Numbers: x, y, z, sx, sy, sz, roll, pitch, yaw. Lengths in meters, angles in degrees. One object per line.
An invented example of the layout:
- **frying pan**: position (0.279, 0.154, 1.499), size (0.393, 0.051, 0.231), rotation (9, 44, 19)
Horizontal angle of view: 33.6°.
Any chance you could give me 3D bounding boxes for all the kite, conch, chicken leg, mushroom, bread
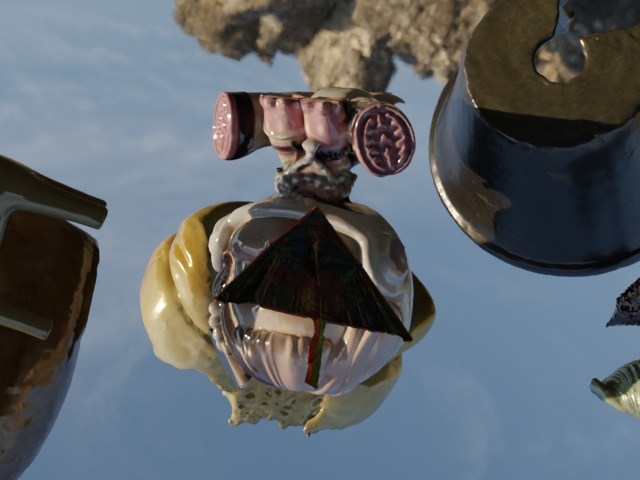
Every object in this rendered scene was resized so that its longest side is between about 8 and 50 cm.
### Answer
- **kite**: position (-0.002, 0.043, 0.851), size (0.190, 0.010, 0.159), rotation (13, -117, -31)
- **conch**: position (0.409, 0.189, 1.257), size (0.153, 0.102, 0.135), rotation (39, 174, 25)
- **chicken leg**: position (0.428, 0.044, 1.211), size (0.105, 0.234, 0.063), rotation (39, -153, -56)
- **mushroom**: position (-0.413, 0.156, 1.236), size (0.314, 0.397, 0.224), rotation (61, -169, 20)
- **bread**: position (-0.054, 0.109, 1.597), size (0.424, 0.245, 0.329), rotation (22, -124, -17)

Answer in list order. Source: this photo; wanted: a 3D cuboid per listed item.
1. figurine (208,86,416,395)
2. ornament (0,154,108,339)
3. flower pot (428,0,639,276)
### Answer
- **figurine**: position (0.007, 0.001, 1.211), size (0.253, 0.361, 0.211), rotation (11, -172, 43)
- **ornament**: position (-0.377, 0.015, 1.095), size (0.244, 0.230, 0.061), rotation (23, -169, -18)
- **flower pot**: position (0.296, -0.156, 1.298), size (0.379, 0.379, 0.251), rotation (31, 174, 21)
